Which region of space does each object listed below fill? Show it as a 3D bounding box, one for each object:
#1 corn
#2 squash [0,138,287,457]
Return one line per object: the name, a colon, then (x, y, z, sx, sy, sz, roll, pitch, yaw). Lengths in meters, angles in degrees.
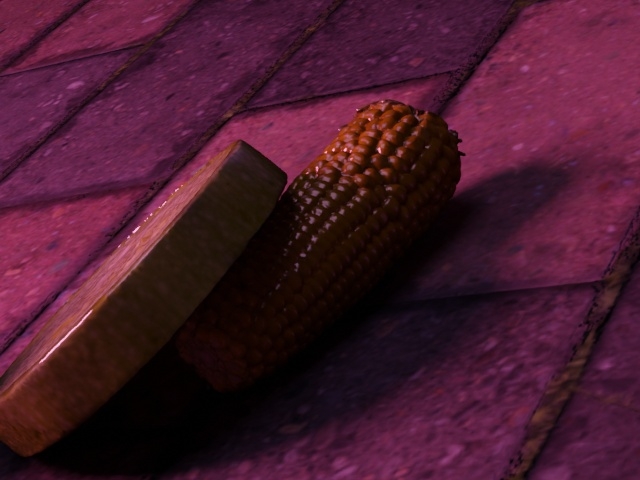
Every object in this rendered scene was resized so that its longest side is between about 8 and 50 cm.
corn: (0.004, 0.000, 1.110, 0.091, 0.091, 0.260, -7, 32, 51)
squash: (-0.125, 0.034, 1.091, 0.252, 0.049, 0.252, -45, 10, 11)
